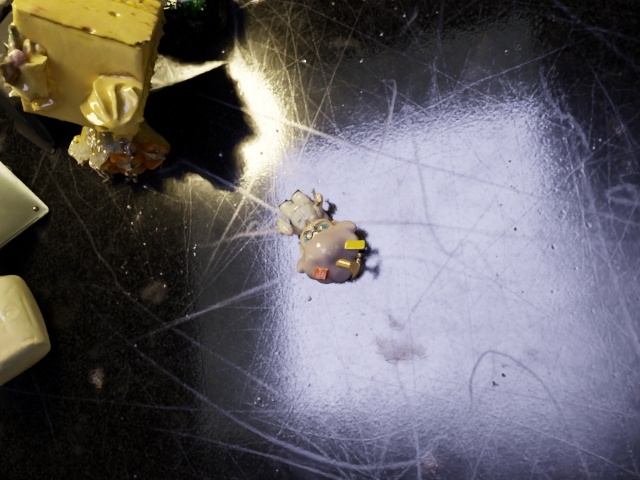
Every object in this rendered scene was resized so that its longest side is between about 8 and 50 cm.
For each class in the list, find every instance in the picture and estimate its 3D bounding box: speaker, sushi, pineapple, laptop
[{"bbox_3d":[-0.605,-0.419,1.083,0.180,0.184,0.389,33,83,15],"label":"speaker"},{"bbox_3d":[-0.317,-0.493,1.003,0.224,0.127,0.124,-6,81,14],"label":"sushi"},{"bbox_3d":[-0.444,-0.222,1.021,0.236,0.114,0.186,3,86,19],"label":"pineapple"},{"bbox_3d":[-0.776,-0.051,1.036,0.188,0.015,0.269,48,63,-11],"label":"laptop"}]

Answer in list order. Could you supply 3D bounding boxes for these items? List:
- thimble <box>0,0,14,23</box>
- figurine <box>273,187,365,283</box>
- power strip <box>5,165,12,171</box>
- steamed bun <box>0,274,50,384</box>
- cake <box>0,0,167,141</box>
[{"bbox_3d":[-0.776,-0.538,1.147,0.090,0.102,0.115,23,84,17],"label":"thimble"},{"bbox_3d":[0.000,0.000,0.879,0.137,0.112,0.229,-38,63,1],"label":"figurine"},{"bbox_3d":[-0.848,-0.229,1.164,0.167,0.054,0.254,-19,79,16],"label":"power strip"},{"bbox_3d":[-0.714,0.205,1.022,0.170,0.199,0.226,-41,74,49],"label":"steamed bun"},{"bbox_3d":[-0.416,-0.329,0.857,0.227,0.223,0.286,11,46,-18],"label":"cake"}]
